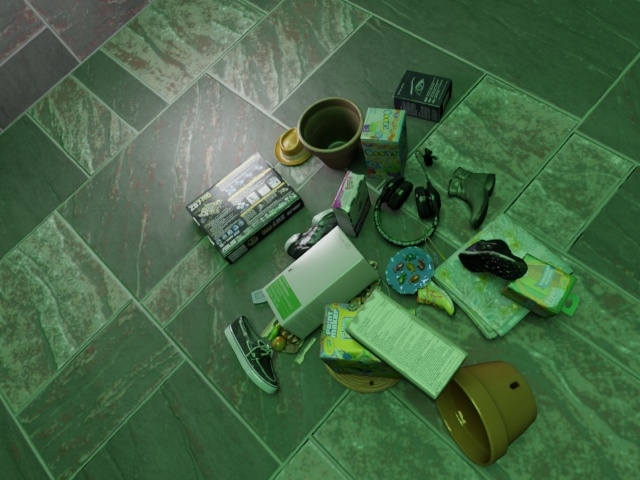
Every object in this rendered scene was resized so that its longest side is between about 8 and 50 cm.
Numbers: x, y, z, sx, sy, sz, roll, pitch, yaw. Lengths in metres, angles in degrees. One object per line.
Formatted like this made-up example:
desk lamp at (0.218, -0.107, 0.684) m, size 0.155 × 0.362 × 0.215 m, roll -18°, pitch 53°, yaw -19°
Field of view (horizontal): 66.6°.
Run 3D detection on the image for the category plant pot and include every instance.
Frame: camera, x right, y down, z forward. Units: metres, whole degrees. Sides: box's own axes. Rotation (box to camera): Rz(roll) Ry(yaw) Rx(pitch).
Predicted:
plant pot at (0.502, 0.495, 1.470) m, size 0.203 × 0.291 × 0.291 m, roll -19°, pitch 63°, yaw -16°
plant pot at (0.058, -0.405, 1.970) m, size 0.263 × 0.229 × 0.263 m, roll -5°, pitch 65°, yaw 10°

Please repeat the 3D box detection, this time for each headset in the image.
headset at (0.355, -0.163, 1.876) m, size 0.243 × 0.185 × 0.394 m, roll 18°, pitch 87°, yaw 15°

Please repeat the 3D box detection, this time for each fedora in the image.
fedora at (-0.120, -0.421, 2.100) m, size 0.194 × 0.079 × 0.194 m, roll -5°, pitch 65°, yaw 10°

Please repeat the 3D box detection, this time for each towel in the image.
towel at (0.621, 0.118, 1.695) m, size 0.374 × 0.090 × 0.320 m, roll -39°, pitch 65°, yaw -6°

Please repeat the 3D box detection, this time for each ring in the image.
ring at (0.165, 0.364, 1.720) m, size 0.337 × 0.032 × 0.336 m, roll -5°, pitch 65°, yaw 10°

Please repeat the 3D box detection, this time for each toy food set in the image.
toy food set at (-0.120, 0.351, 1.783) m, size 0.192 × 0.038 × 0.132 m, roll 31°, pitch 76°, yaw 22°

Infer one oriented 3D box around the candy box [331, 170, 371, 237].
candy box at (0.121, -0.131, 1.834) m, size 0.071 × 0.233 × 0.159 m, roll 18°, pitch 71°, yaw 19°

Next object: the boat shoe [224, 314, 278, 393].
boat shoe at (-0.227, 0.400, 1.746) m, size 0.105 × 0.113 × 0.306 m, roll -44°, pitch 55°, yaw 7°

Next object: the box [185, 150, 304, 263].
box at (-0.315, -0.142, 2.013) m, size 0.395 × 0.097 × 0.318 m, roll -40°, pitch 66°, yaw -6°

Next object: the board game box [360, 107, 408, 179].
board game box at (0.253, -0.367, 1.885) m, size 0.142 × 0.275 × 0.144 m, roll 9°, pitch 69°, yaw 16°

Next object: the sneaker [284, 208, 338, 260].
sneaker at (0.000, 0.000, 1.862) m, size 0.268 × 0.101 × 0.153 m, roll -38°, pitch 48°, yaw 1°

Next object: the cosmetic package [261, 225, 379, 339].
cosmetic package at (-0.001, 0.151, 1.735) m, size 0.365 × 0.155 × 0.197 m, roll -42°, pitch 48°, yaw 4°

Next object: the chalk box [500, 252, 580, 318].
chalk box at (0.707, 0.158, 1.540) m, size 0.213 × 0.132 × 0.132 m, roll 29°, pitch 81°, yaw 17°

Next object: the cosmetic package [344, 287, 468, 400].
cosmetic package at (0.231, 0.285, 1.330) m, size 0.296 × 0.129 × 0.153 m, roll 37°, pitch 79°, yaw 22°

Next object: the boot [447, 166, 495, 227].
boot at (0.558, -0.164, 1.849) m, size 0.161 × 0.083 × 0.246 m, roll 13°, pitch 64°, yaw 25°

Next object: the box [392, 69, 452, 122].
box at (0.427, -0.606, 2.045) m, size 0.207 × 0.108 × 0.153 m, roll 21°, pitch 73°, yaw 20°

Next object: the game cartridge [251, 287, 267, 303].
game cartridge at (-0.223, 0.214, 1.880) m, size 0.083 × 0.017 × 0.056 m, roll -18°, pitch 61°, yaw 4°

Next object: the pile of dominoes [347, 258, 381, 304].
pile of dominoes at (0.123, 0.175, 1.774) m, size 0.196 × 0.040 × 0.251 m, roll -10°, pitch 63°, yaw 11°

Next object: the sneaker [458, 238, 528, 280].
sneaker at (0.570, 0.040, 1.566) m, size 0.124 × 0.283 × 0.107 m, roll -39°, pitch 107°, yaw -12°

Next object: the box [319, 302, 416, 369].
box at (0.165, 0.329, 1.556) m, size 0.279 × 0.290 × 0.177 m, roll 2°, pitch 67°, yaw 12°

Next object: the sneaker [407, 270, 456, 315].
sneaker at (0.388, 0.201, 1.720) m, size 0.094 × 0.081 × 0.208 m, roll -40°, pitch 53°, yaw -6°

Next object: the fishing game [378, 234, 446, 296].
fishing game at (0.313, 0.104, 1.744) m, size 0.264 × 0.041 × 0.189 m, roll -35°, pitch 49°, yaw 15°
